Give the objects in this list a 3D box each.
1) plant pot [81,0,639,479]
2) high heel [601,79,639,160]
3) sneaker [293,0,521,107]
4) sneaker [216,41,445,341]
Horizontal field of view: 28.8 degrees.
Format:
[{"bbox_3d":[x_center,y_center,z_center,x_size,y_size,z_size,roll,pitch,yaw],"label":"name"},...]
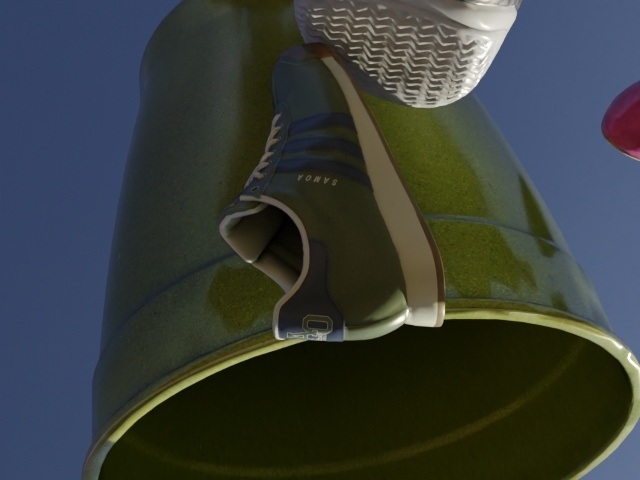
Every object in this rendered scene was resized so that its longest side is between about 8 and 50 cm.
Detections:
[{"bbox_3d":[0.000,0.000,0.904,0.366,0.366,0.353,-2,-125,-15],"label":"plant pot"},{"bbox_3d":[0.318,-0.135,1.001,0.244,0.117,0.082,-18,-123,-40],"label":"high heel"},{"bbox_3d":[0.089,-0.232,0.601,0.137,0.366,0.210,24,-115,0],"label":"sneaker"},{"bbox_3d":[-0.012,-0.026,0.611,0.086,0.064,0.192,-14,-131,-12],"label":"sneaker"}]
